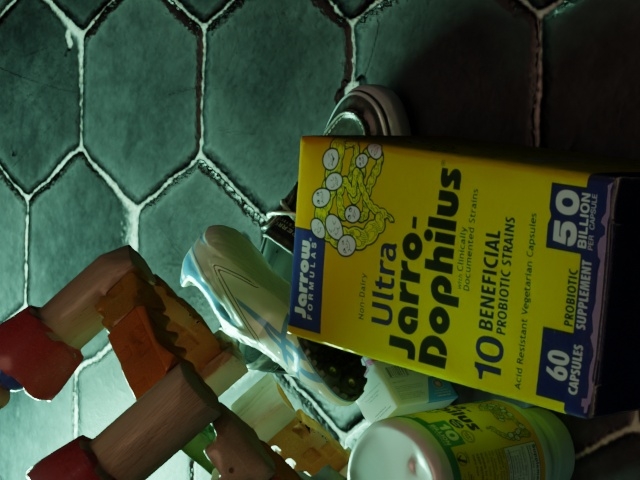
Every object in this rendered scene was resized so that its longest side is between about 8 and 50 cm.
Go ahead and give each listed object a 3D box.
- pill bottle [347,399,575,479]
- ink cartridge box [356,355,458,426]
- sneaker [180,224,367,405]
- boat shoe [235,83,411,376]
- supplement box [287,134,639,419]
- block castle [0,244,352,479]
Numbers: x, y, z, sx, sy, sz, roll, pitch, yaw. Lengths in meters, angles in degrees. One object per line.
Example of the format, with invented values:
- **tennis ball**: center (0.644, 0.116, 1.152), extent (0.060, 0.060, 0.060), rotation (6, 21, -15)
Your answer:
- **pill bottle**: center (0.135, 0.206, 1.354), extent (0.117, 0.208, 0.118), rotation (4, 95, 46)
- **ink cartridge box**: center (0.068, 0.124, 1.506), extent (0.052, 0.088, 0.122), rotation (-48, 59, 37)
- **sneaker**: center (-0.046, 0.084, 1.482), extent (0.237, 0.085, 0.086), rotation (44, 122, 22)
- **boat shoe**: center (0.000, 0.000, 1.549), extent (0.121, 0.119, 0.335), rotation (32, 114, 41)
- **supplement box**: center (0.162, 0.017, 1.326), extent (0.356, 0.195, 0.194), rotation (12, 100, 46)
- **block castle**: center (-0.101, 0.248, 1.383), extent (0.213, 0.453, 0.303), rotation (-41, 35, 4)
